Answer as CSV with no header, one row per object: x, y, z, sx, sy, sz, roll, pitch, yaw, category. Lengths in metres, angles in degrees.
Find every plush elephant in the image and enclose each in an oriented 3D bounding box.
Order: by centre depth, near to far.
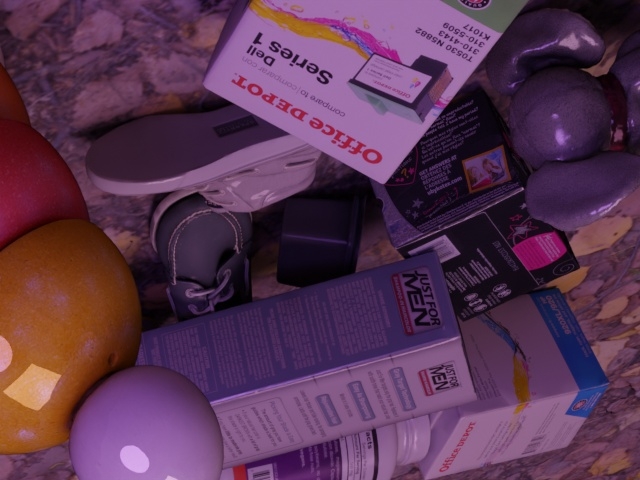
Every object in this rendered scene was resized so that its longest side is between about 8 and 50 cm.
0.311,-0.111,1.868,0.255,0.272,0.330,-8,151,11,plush elephant

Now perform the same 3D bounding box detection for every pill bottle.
-0.027,0.262,2.341,0.323,0.181,0.181,-11,148,-23,pill bottle

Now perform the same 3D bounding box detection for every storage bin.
0.000,0.000,2.033,0.091,0.098,0.135,8,147,-1,storage bin

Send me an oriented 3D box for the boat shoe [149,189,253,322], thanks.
-0.117,0.045,1.998,0.116,0.099,0.319,-18,151,-11,boat shoe

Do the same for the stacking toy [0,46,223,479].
-0.267,0.061,1.451,0.350,0.480,0.350,-42,160,-19,stacking toy

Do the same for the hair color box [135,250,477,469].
-0.026,0.146,1.991,0.374,0.114,0.185,-15,152,4,hair color box

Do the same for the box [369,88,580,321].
0.169,-0.035,2.030,0.163,0.142,0.247,-25,150,12,box

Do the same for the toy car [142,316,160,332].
-0.290,0.120,2.043,0.225,0.053,0.239,-26,150,4,toy car

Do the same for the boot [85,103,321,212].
-0.112,-0.067,1.814,0.258,0.095,0.123,-14,141,-19,boot

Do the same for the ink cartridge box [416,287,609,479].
0.231,0.193,2.427,0.232,0.168,0.171,-10,148,-24,ink cartridge box

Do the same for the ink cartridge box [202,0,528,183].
0.047,-0.210,1.589,0.201,0.117,0.278,28,132,-10,ink cartridge box
